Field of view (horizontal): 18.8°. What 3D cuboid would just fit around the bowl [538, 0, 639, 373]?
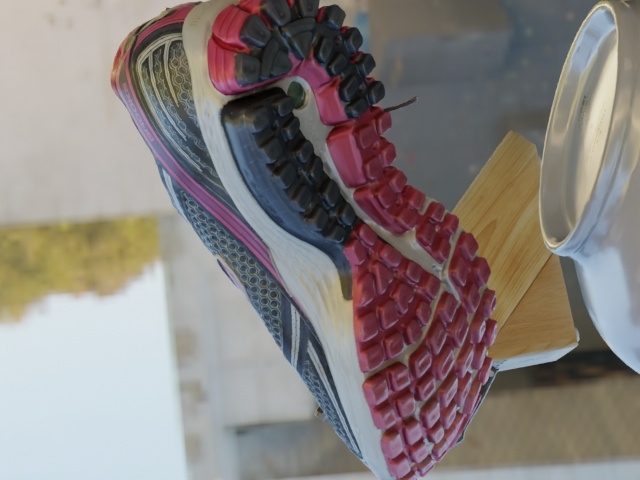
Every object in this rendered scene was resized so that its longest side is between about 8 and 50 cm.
[{"bbox_3d":[0.203,-0.050,1.054,0.134,0.298,0.298,12,-177,-8],"label":"bowl"}]

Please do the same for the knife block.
[{"bbox_3d":[0.096,0.057,1.733,0.242,0.276,0.088,-8,168,-9],"label":"knife block"}]

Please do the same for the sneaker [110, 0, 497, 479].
[{"bbox_3d":[0.000,0.000,1.003,0.112,0.299,0.121,3,-142,42],"label":"sneaker"}]
